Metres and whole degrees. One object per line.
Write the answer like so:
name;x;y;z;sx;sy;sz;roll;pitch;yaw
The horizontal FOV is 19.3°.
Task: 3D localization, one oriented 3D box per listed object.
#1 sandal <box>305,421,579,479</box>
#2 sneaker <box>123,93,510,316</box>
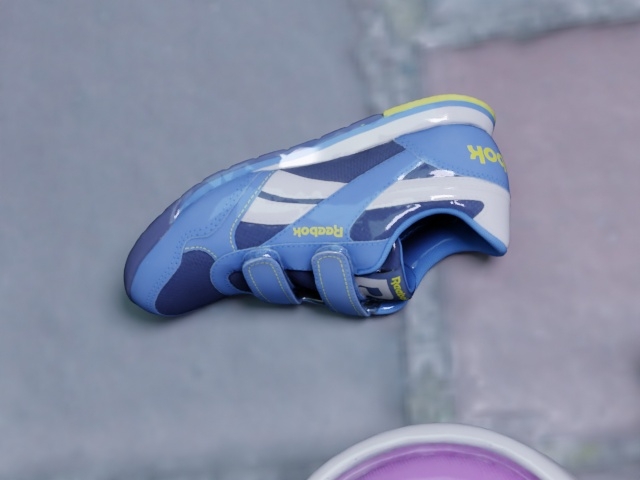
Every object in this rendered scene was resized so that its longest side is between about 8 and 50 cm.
sandal;0.101;0.229;0.510;0.169;0.102;0.416;-39;66;1
sneaker;0.000;0.000;0.655;0.144;0.053;0.059;-22;68;8
